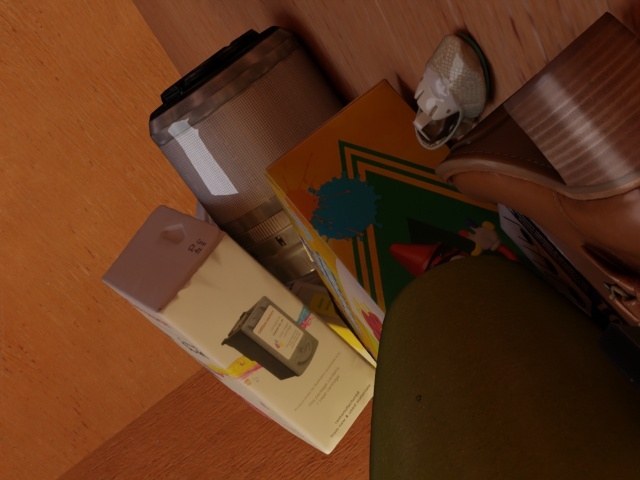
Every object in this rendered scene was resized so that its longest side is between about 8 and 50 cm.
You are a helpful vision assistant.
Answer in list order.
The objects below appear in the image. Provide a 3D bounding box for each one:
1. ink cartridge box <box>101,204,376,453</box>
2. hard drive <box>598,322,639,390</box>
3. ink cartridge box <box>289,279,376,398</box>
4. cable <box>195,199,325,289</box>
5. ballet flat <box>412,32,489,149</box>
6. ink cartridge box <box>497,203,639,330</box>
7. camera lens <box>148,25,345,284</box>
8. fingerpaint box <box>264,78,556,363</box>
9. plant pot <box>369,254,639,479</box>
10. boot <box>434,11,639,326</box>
[{"bbox_3d":[-0.099,0.110,1.460,0.306,0.131,0.226,43,168,-27],"label":"ink cartridge box"},{"bbox_3d":[0.243,0.092,0.709,0.135,0.022,0.094,10,-152,-37],"label":"hard drive"},{"bbox_3d":[0.131,0.177,1.665,0.307,0.072,0.304,15,157,26],"label":"ink cartridge box"},{"bbox_3d":[-0.056,-0.039,1.707,0.257,0.257,0.089,57,170,6],"label":"cable"},{"bbox_3d":[0.100,-0.109,0.922,0.057,0.052,0.168,52,175,14],"label":"ballet flat"},{"bbox_3d":[0.214,0.031,0.873,0.207,0.046,0.097,51,175,25],"label":"ink cartridge box"},{"bbox_3d":[-0.062,-0.111,1.451,0.274,0.219,0.219,54,175,-11],"label":"camera lens"},{"bbox_3d":[0.149,0.094,1.237,0.371,0.163,0.445,50,174,24],"label":"fingerpaint box"},{"bbox_3d":[0.143,0.159,0.841,0.275,0.274,0.294,58,-170,-43],"label":"plant pot"},{"bbox_3d":[0.187,-0.005,0.675,0.220,0.109,0.283,49,168,1],"label":"boot"}]
